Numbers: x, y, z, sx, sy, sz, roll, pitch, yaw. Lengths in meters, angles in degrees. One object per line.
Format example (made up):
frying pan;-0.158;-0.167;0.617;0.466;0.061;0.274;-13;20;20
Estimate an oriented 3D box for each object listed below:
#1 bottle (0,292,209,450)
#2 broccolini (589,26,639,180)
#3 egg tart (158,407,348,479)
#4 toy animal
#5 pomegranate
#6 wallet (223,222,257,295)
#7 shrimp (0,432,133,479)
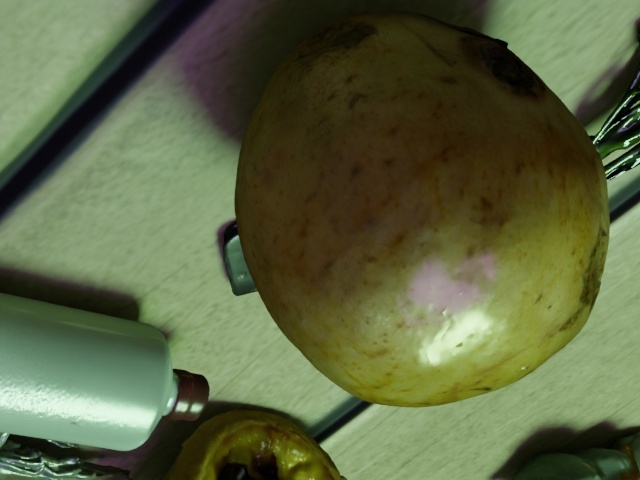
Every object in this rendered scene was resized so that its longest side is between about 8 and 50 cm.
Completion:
bottle;-0.196;0.103;0.984;0.245;0.104;0.104;17;129;-36
broccolini;0.244;-0.047;1.019;0.123;0.062;0.272;15;126;-15
egg tart;-0.076;0.272;1.170;0.215;0.215;0.171;15;146;-35
toy animal;0.326;0.269;1.403;0.251;0.127;0.125;-8;130;-35
pomegranate;0.061;-0.020;0.825;0.260;0.260;0.260;-11;141;-9
wallet;0.000;0.000;1.011;0.156;0.018;0.082;-13;140;-6
shrimp;-0.255;0.180;1.102;0.223;0.047;0.126;15;120;-33
